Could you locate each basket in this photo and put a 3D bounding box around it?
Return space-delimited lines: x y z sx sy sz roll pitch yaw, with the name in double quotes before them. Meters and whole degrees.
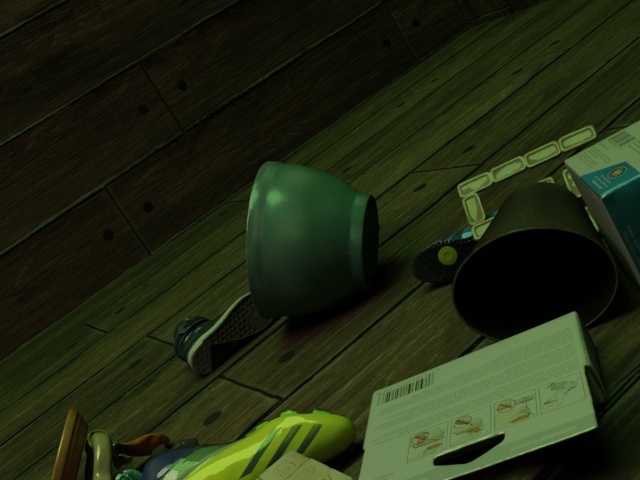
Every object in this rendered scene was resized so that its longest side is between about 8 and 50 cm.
"basket" 0.289 0.017 1.183 0.204 0.154 0.227 -18 15 22

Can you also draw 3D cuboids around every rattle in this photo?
"rattle" -0.304 0.389 1.375 0.130 0.143 0.199 -61 28 12

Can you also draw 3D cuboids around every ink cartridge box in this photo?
"ink cartridge box" 0.453 -0.064 1.065 0.233 0.168 0.171 -29 16 11
"ink cartridge box" 0.177 0.202 0.974 0.275 0.060 0.239 -26 17 19

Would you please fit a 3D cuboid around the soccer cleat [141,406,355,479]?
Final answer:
"soccer cleat" -0.089 0.298 1.127 0.289 0.093 0.121 -16 45 4

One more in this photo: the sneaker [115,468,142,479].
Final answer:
"sneaker" -0.291 0.401 1.220 0.076 0.065 0.166 -35 26 59

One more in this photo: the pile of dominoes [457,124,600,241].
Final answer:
"pile of dominoes" 0.352 -0.054 1.363 0.251 0.040 0.195 -24 52 20

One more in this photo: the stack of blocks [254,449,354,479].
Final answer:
"stack of blocks" 0.048 0.291 0.726 0.087 0.171 0.297 -38 15 -21

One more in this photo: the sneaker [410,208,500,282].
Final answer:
"sneaker" 0.249 0.008 1.453 0.209 0.069 0.082 -29 1 13

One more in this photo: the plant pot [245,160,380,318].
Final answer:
"plant pot" 0.000 0.000 1.614 0.196 0.293 0.293 1 24 13

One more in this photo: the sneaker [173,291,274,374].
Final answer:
"sneaker" -0.194 0.164 1.763 0.226 0.086 0.163 -38 19 -18

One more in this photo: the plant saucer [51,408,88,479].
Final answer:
"plant saucer" -0.410 0.374 1.425 0.200 0.037 0.199 -167 90 -78
